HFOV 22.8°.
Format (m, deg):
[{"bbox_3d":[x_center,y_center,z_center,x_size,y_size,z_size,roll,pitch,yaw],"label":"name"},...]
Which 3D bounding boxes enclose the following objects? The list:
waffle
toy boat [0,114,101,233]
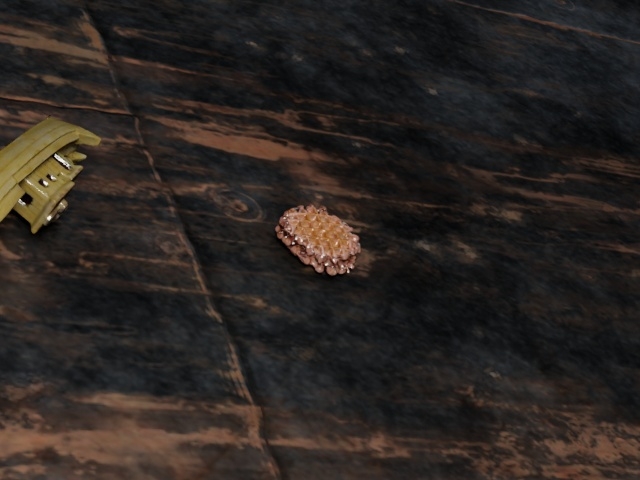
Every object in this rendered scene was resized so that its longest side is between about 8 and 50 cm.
[{"bbox_3d":[0.000,0.000,1.472,0.083,0.029,0.075,36,35,12],"label":"waffle"},{"bbox_3d":[-0.243,-0.048,1.339,0.072,0.064,0.206,41,31,-2],"label":"toy boat"}]
